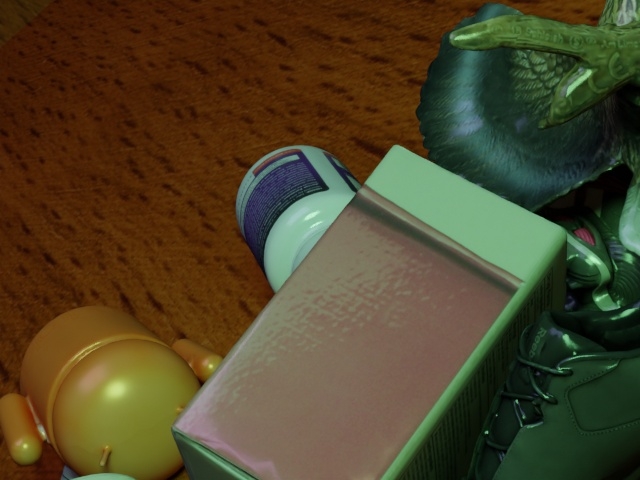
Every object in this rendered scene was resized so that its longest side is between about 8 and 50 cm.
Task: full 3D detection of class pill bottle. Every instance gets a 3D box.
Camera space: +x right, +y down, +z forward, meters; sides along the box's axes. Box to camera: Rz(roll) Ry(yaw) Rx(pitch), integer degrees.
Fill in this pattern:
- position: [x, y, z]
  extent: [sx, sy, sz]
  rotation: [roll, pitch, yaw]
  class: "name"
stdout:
- position: [0.000, 0.000, 1.370]
  extent: [0.108, 0.108, 0.193]
  rotation: [-40, 24, 3]
  class: "pill bottle"

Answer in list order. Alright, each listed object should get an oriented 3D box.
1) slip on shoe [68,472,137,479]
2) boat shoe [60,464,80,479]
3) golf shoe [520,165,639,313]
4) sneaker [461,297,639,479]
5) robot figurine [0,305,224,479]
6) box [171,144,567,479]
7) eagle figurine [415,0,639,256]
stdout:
- position: [-0.253, 0.298, 1.262]
  extent: [0.331, 0.123, 0.101]
  rotation: [-39, 56, -7]
  class: "slip on shoe"
- position: [-0.190, 0.213, 1.389]
  extent: [0.100, 0.035, 0.035]
  rotation: [17, 88, 58]
  class: "boat shoe"
- position: [0.182, -0.015, 1.171]
  extent: [0.120, 0.105, 0.273]
  rotation: [-24, 28, -6]
  class: "golf shoe"
- position: [0.135, 0.110, 0.960]
  extent: [0.286, 0.130, 0.109]
  rotation: [-41, 26, 2]
  class: "sneaker"
- position: [-0.172, 0.129, 1.383]
  extent: [0.219, 0.158, 0.128]
  rotation: [27, 98, 64]
  class: "robot figurine"
- position: [0.036, 0.086, 1.026]
  extent: [0.127, 0.148, 0.232]
  rotation: [29, 65, 22]
  class: "box"
- position: [0.196, -0.107, 1.082]
  extent: [0.225, 0.226, 0.298]
  rotation: [-57, 0, -4]
  class: "eagle figurine"
